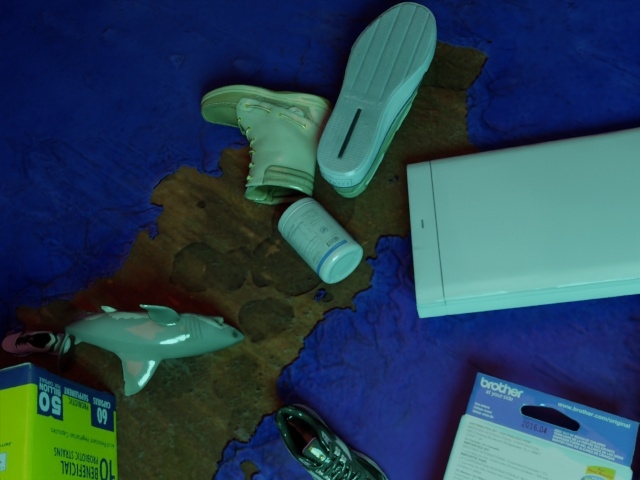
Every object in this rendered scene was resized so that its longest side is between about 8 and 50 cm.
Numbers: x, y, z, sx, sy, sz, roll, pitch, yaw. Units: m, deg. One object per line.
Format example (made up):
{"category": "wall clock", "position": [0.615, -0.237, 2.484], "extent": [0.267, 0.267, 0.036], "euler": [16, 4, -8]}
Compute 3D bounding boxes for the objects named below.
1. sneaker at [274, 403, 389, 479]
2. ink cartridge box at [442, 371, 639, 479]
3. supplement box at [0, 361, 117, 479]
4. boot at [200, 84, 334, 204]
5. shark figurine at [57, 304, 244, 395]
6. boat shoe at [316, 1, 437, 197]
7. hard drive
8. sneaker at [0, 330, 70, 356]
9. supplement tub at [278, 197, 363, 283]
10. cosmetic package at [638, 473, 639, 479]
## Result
{"category": "sneaker", "position": [0.005, 0.261, 0.807], "extent": [0.178, 0.077, 0.072], "euler": [34, 80, 25]}
{"category": "ink cartridge box", "position": [0.213, 0.318, 0.733], "extent": [0.186, 0.065, 0.311], "euler": [14, 73, 21]}
{"category": "supplement box", "position": [-0.369, 0.355, 0.804], "extent": [0.195, 0.194, 0.356], "euler": [-14, 64, 9]}
{"category": "boot", "position": [-0.097, -0.141, 1.016], "extent": [0.213, 0.077, 0.165], "euler": [8, 71, 16]}
{"category": "shark figurine", "position": [-0.259, 0.142, 0.892], "extent": [0.278, 0.166, 0.116], "euler": [-2, 76, 16]}
{"category": "boat shoe", "position": [0.077, -0.203, 0.982], "extent": [0.109, 0.094, 0.302], "euler": [25, 76, 14]}
{"category": "hard drive", "position": [0.289, -0.029, 0.847], "extent": [0.353, 0.047, 0.233], "euler": [-8, 50, 12]}
{"category": "sneaker", "position": [-0.421, 0.146, 0.996], "extent": [0.109, 0.044, 0.040], "euler": [-6, 67, 15]}
{"category": "supplement tub", "position": [0.000, 0.000, 0.928], "extent": [0.071, 0.071, 0.107], "euler": [-41, 62, -5]}
{"category": "cosmetic package", "position": [0.426, 0.177, 0.714], "extent": [0.127, 0.107, 0.238], "euler": [15, 68, 18]}
